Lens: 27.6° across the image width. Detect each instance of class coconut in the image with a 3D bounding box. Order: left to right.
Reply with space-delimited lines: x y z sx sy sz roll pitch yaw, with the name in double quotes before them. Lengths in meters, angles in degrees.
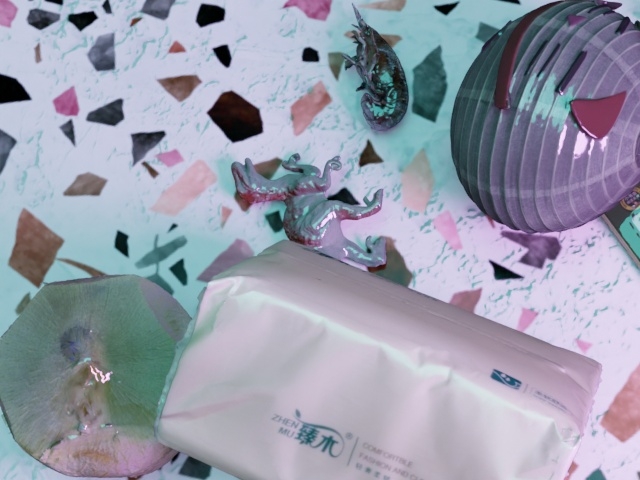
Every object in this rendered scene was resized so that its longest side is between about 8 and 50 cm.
"coconut" -0.234 0.143 1.366 0.227 0.230 0.227 -2 73 6

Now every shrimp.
"shrimp" 0.060 -0.207 1.536 0.065 0.056 0.165 -24 69 5

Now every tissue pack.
"tissue pack" 0.065 0.159 1.283 0.380 0.297 0.207 22 101 10

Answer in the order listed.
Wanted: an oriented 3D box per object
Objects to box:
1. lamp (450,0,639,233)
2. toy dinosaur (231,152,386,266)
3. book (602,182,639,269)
"lamp" 0.262 -0.134 1.399 0.233 0.233 0.265 30 59 14
"toy dinosaur" 0.000 0.000 1.480 0.167 0.053 0.242 -14 72 3
"book" 0.460 0.008 1.443 0.202 0.027 0.264 -32 73 -3
